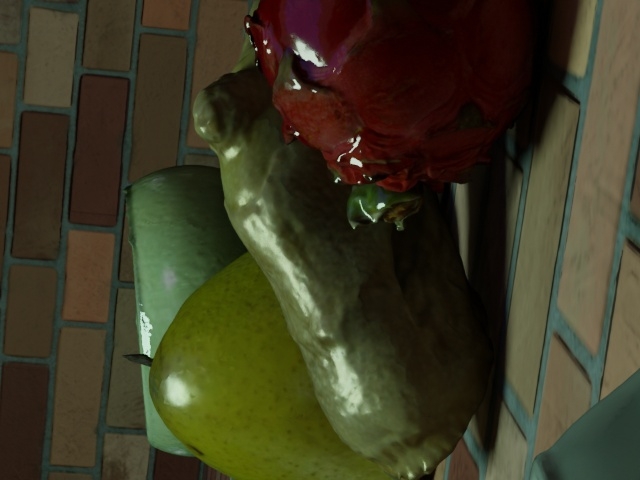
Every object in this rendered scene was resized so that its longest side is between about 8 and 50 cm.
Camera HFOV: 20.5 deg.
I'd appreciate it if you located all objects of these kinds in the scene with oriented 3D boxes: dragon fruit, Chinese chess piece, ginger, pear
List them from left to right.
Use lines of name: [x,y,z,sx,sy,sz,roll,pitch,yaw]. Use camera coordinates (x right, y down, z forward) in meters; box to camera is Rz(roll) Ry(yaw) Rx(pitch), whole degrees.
Chinese chess piece: [-0.108,0.060,1.519,0.250,0.101,0.250,174,90,-84]
pear: [-0.038,0.095,1.257,0.267,0.178,0.267,23,117,56]
ginger: [0.019,-0.016,1.124,0.126,0.190,0.354,-37,62,37]
dragon fruit: [0.041,-0.119,1.018,0.172,0.172,0.209,122,143,-74]

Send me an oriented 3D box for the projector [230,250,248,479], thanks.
projector: [-0.039,0.099,1.749,0.198,0.108,0.250,-101,18,-62]

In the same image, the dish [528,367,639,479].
dish: [0.116,0.136,0.688,0.154,0.064,0.234,-101,18,-67]

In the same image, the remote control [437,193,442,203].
remote control: [0.076,-0.112,1.249,0.078,0.042,0.221,-102,19,-63]
